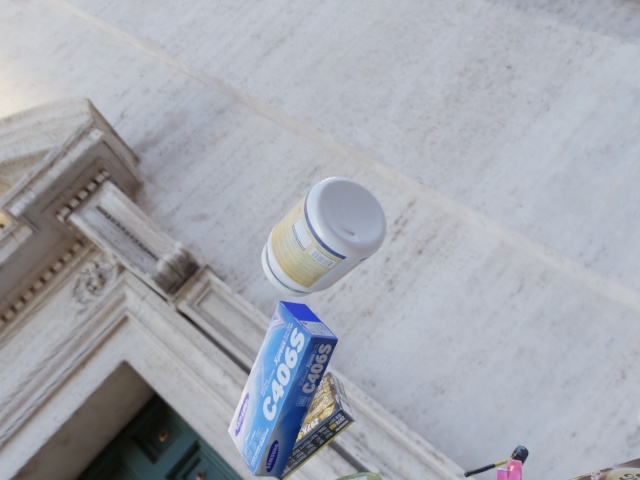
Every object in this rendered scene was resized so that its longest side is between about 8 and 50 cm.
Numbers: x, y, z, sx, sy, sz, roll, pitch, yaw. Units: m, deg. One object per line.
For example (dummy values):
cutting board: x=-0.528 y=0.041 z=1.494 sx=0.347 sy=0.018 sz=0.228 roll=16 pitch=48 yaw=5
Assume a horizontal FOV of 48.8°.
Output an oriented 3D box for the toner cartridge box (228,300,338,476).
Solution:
toner cartridge box: x=-0.088 y=0.323 z=1.547 sx=0.075 sy=0.165 sz=0.348 roll=13 pitch=-75 yaw=-32

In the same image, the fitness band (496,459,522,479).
fitness band: x=0.391 y=0.605 z=1.486 sx=0.291 sy=0.054 sz=0.209 roll=-68 pitch=-24 yaw=-46

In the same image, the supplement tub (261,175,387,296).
supplement tub: x=0.000 y=0.000 z=1.848 sx=0.228 sy=0.228 sz=0.316 roll=-20 pitch=-14 yaw=-41

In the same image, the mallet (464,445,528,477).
mallet: x=0.457 y=0.574 z=1.821 sx=0.189 sy=0.039 sz=0.062 roll=-3 pitch=-49 yaw=-28

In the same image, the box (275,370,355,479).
box: x=-0.047 y=0.619 z=2.372 sx=0.322 sy=0.257 sz=0.079 roll=-41 pitch=-70 yaw=6

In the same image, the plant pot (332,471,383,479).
plant pot: x=0.095 y=0.660 z=1.500 sx=0.274 sy=0.274 sz=0.294 roll=-9 pitch=-97 yaw=-47

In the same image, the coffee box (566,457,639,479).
coffee box: x=0.728 y=0.605 z=1.614 sx=0.297 sy=0.168 sz=0.119 roll=-13 pitch=-71 yaw=-10

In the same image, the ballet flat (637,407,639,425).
ballet flat: x=0.637 y=0.295 z=1.124 sx=0.086 sy=0.248 sz=0.086 roll=-14 pitch=-73 yaw=-51
